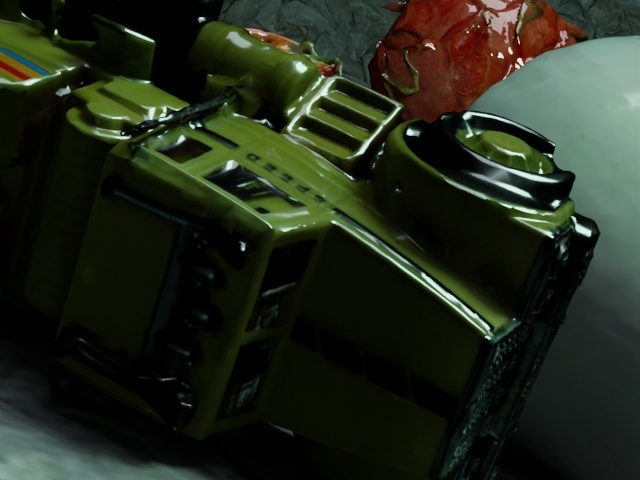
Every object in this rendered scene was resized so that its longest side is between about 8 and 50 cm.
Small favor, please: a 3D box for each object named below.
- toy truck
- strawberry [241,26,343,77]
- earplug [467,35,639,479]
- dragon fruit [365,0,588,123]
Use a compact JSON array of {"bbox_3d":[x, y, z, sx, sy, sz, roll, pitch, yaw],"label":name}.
[{"bbox_3d":[-0.052,-0.009,0.470,0.257,0.127,0.127,25,24,13],"label":"toy truck"},{"bbox_3d":[-0.065,-0.164,1.471,0.187,0.082,0.146,9,9,-32],"label":"strawberry"},{"bbox_3d":[0.158,0.064,0.477,0.172,0.172,0.301,17,17,-29],"label":"earplug"},{"bbox_3d":[0.174,-0.167,1.618,0.252,0.241,0.241,5,10,-3],"label":"dragon fruit"}]
